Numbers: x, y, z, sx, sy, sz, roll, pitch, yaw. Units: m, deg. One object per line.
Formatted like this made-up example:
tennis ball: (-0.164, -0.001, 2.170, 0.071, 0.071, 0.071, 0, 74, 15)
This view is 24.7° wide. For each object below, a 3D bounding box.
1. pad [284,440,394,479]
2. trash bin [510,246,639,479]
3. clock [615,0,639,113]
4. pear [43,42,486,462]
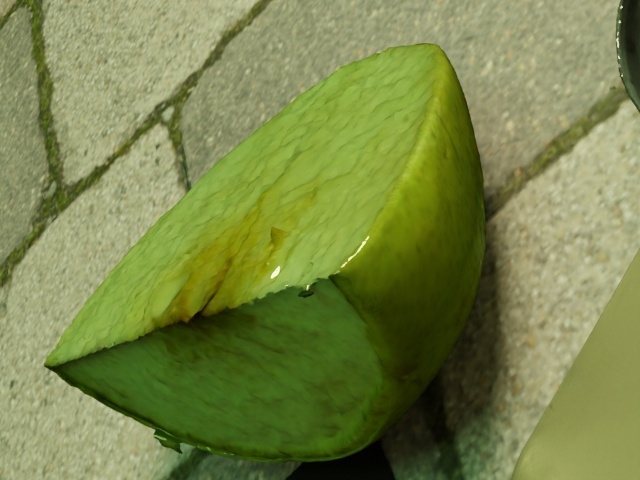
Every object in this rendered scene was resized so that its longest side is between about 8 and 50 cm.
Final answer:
pad: (0.011, 0.184, 0.826, 0.112, 0.003, 0.157, -46, 39, 21)
trash bin: (0.211, 0.091, 0.557, 0.243, 0.121, 0.247, -61, 33, 1)
clock: (0.244, -0.130, 0.715, 0.215, 0.042, 0.215, -28, 48, 37)
pear: (0.005, 0.001, 0.850, 0.288, 0.139, 0.239, -20, 38, 47)
